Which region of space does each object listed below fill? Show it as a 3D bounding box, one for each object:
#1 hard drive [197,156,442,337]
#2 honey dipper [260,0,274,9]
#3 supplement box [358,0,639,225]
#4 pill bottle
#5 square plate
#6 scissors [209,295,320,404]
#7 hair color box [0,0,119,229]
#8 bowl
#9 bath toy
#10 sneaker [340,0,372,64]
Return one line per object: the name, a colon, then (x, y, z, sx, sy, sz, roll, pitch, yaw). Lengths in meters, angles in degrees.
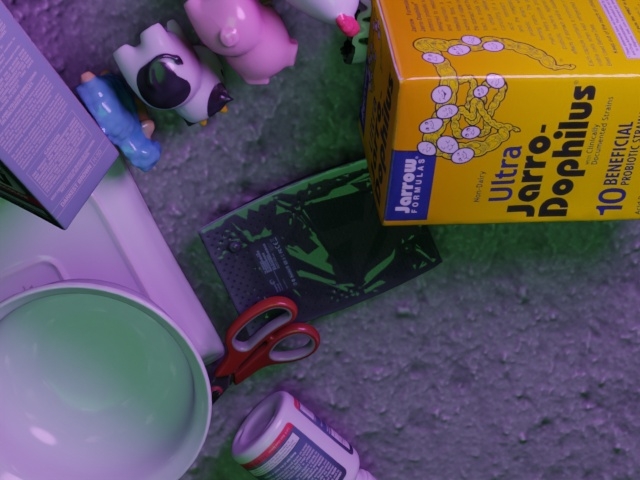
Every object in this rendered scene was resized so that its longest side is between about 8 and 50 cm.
hard drive: (0.000, 0.000, 1.623, 0.254, 0.054, 0.172, -22, 110, 8)
honey dipper: (-0.089, -0.331, 1.510, 0.030, 0.030, 0.161, -17, 107, 5)
supplement box: (0.233, -0.151, 1.455, 0.356, 0.195, 0.194, -2, 131, -7)
pill bottle: (-0.014, 0.284, 1.704, 0.180, 0.108, 0.108, 42, 105, -15)
square plate: (-0.342, 0.072, 1.645, 0.344, 0.049, 0.347, -24, 110, 7)
scissors: (-0.127, 0.167, 1.673, 0.297, 0.021, 0.109, -36, 129, 23)
hair color box: (-0.372, -0.172, 1.360, 0.185, 0.374, 0.114, 24, 71, 28)
bowl: (-0.273, 0.160, 1.583, 0.297, 0.134, 0.298, 0, 112, -1)
bath toy: (-0.094, -0.210, 1.472, 0.348, 0.151, 0.129, -32, 92, 22)
sneaker: (0.095, -0.302, 1.502, 0.106, 0.078, 0.234, 9, 114, -8)
